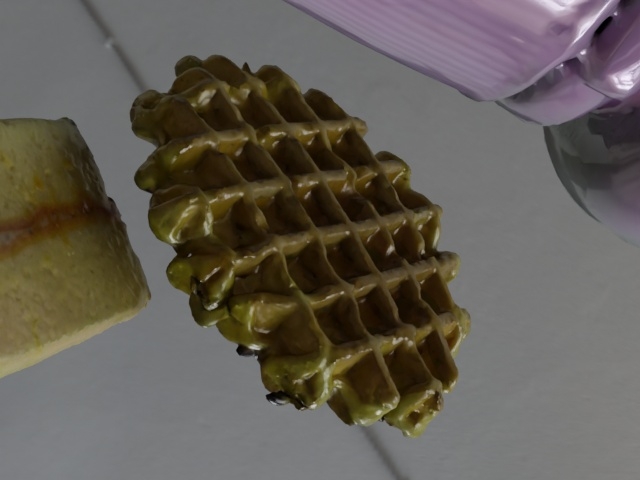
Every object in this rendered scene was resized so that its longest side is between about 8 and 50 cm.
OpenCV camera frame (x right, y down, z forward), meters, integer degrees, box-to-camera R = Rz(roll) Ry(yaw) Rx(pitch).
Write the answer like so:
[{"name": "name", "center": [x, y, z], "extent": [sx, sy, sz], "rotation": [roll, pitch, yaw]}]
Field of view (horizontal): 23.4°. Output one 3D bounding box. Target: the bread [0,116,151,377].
[{"name": "bread", "center": [-0.208, 0.001, 0.946], "extent": [0.163, 0.264, 0.168], "rotation": [-24, -89, 57]}]

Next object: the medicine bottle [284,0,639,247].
[{"name": "medicine bottle", "center": [0.152, -0.106, 0.480], "extent": [0.302, 0.241, 0.241], "rotation": [23, -89, -14]}]

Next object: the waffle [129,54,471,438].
[{"name": "waffle", "center": [-0.008, -0.007, 1.116], "extent": [0.062, 0.329, 0.329], "rotation": [-37, -112, 33]}]
